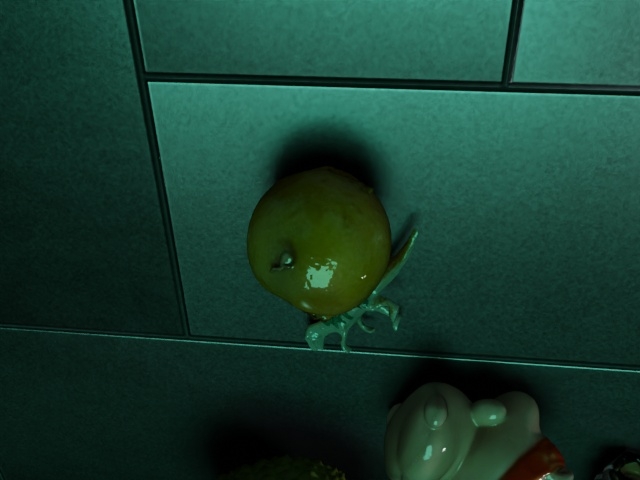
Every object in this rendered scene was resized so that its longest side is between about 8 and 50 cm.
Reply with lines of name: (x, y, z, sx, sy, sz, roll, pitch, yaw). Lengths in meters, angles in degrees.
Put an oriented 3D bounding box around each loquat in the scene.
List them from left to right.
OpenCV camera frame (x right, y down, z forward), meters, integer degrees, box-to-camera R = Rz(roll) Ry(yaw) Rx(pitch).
loquat: (0.000, 0.000, 0.653, 0.141, 0.141, 0.141, 4, 126, 5)

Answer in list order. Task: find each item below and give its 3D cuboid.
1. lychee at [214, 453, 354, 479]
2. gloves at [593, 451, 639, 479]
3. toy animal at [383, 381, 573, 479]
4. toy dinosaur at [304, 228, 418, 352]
lychee: (-0.046, 0.403, 0.883, 0.320, 0.270, 0.270, -15, 131, -26)
gloves: (0.392, 0.399, 0.906, 0.142, 0.119, 0.286, 9, 113, 15)
toy animal: (0.178, 0.248, 0.807, 0.197, 0.171, 0.171, 28, 125, -3)
toy dinosaur: (0.037, 0.054, 0.755, 0.106, 0.044, 0.187, 17, 129, 15)
